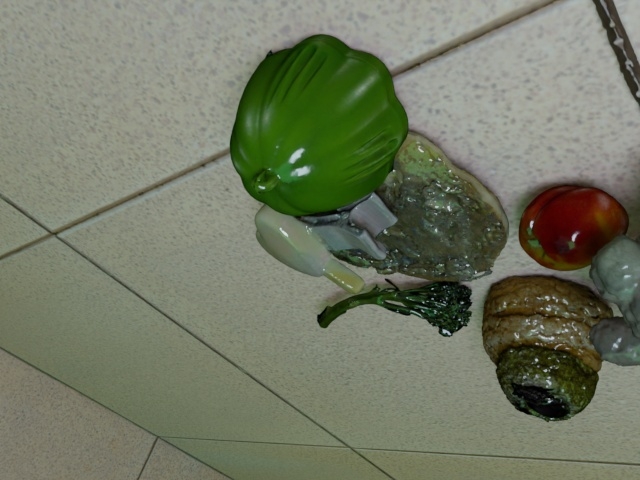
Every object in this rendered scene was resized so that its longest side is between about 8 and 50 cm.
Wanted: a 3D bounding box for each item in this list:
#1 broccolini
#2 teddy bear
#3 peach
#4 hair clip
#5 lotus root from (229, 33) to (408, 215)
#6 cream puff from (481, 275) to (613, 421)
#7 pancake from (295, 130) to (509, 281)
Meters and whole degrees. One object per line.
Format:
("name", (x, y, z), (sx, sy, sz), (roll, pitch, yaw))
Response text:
("broccolini", (0.117, 0.117, 0.883), (0.272, 0.062, 0.123), (-16, 116, 34))
("teddy bear", (0.369, 0.040, 0.539), (0.151, 0.236, 0.267), (48, -164, 29))
("peach", (0.272, -0.015, 0.601), (0.101, 0.100, 0.100), (14, 145, 10))
("hair clip", (0.001, 0.003, 0.711), (0.219, 0.071, 0.159), (-5, 132, 48))
("lotus root", (-0.023, -0.090, 0.548), (0.186, 0.186, 0.186), (14, 145, 10))
("cream puff", (0.297, 0.159, 0.753), (0.184, 0.168, 0.183), (15, 146, 10))
("pancake", (0.090, -0.031, 0.702), (0.283, 0.049, 0.282), (18, 147, 12))
